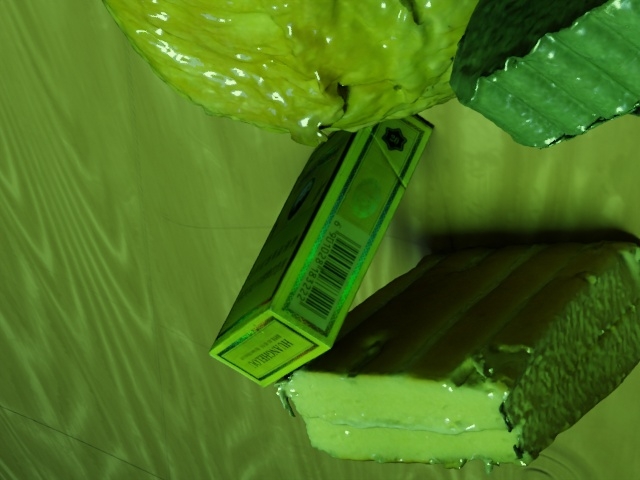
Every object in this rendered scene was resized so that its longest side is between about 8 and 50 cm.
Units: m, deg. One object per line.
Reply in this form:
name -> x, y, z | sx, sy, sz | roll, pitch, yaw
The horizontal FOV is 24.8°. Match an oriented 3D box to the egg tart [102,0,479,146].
egg tart -> -0.025, -0.180, 0.994 | 0.340, 0.153, 0.351 | 24, 152, 3

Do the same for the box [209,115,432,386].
box -> 0.000, 0.000, 1.186 | 0.064, 0.220, 0.141 | 33, 152, -10

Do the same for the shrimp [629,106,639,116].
shrimp -> 0.242, -0.085, 0.926 | 0.150, 0.051, 0.217 | 17, -174, 43

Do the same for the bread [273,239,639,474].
bread -> 0.126, 0.093, 1.198 | 0.239, 0.246, 0.111 | -5, 112, 46

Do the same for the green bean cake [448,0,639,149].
green bean cake -> 0.170, -0.153, 0.824 | 0.094, 0.185, 0.183 | 38, 150, -18
